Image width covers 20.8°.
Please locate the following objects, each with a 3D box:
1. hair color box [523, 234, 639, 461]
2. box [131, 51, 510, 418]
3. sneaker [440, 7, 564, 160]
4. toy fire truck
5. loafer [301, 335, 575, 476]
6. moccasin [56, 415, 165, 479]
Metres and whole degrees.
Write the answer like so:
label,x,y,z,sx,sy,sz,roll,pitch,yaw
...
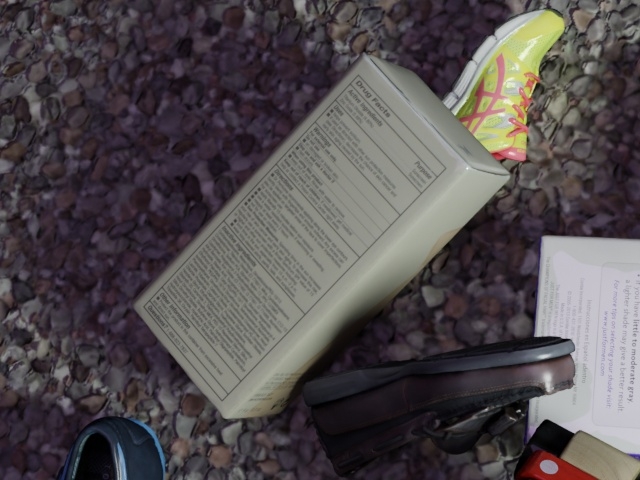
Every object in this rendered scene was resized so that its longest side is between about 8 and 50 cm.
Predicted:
label,x,y,z,sx,sy,sz,roll,pitch,yaw
hair color box,0.350,0.101,1.462,0.339,0.110,0.185,3,77,16
box,0.000,0.000,1.524,0.311,0.121,0.148,-45,71,15
sneaker,0.161,-0.115,1.576,0.094,0.081,0.208,41,100,18
toy fire truck,0.140,0.283,1.368,0.158,0.217,0.246,28,43,17
loafer,0.104,0.142,1.463,0.302,0.109,0.095,-15,85,50
moccasin,-0.223,0.322,1.541,0.138,0.117,0.342,0,77,13
